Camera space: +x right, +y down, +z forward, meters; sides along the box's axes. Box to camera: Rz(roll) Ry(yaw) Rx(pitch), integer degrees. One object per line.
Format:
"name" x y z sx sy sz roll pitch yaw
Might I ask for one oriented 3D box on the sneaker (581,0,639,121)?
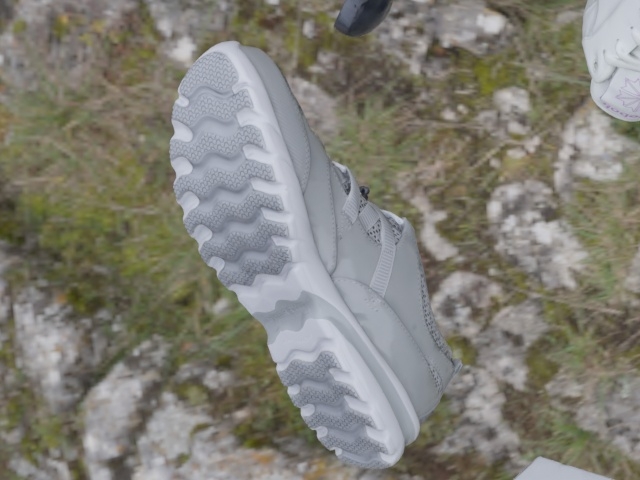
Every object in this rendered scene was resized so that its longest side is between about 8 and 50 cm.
"sneaker" 0.232 -0.142 0.839 0.114 0.305 0.152 15 97 -1

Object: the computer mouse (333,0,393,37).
"computer mouse" 0.059 -0.253 1.360 0.041 0.242 0.071 27 119 -2

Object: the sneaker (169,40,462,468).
"sneaker" 0.000 0.000 0.860 0.105 0.115 0.281 -2 118 48

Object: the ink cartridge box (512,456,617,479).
"ink cartridge box" 0.341 0.321 1.277 0.371 0.069 0.176 11 134 59
